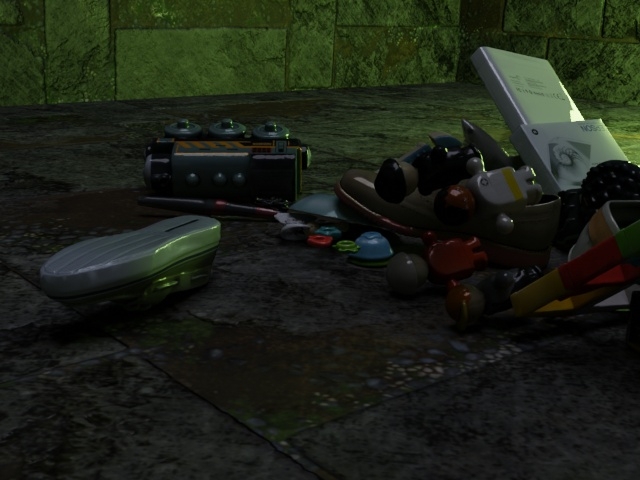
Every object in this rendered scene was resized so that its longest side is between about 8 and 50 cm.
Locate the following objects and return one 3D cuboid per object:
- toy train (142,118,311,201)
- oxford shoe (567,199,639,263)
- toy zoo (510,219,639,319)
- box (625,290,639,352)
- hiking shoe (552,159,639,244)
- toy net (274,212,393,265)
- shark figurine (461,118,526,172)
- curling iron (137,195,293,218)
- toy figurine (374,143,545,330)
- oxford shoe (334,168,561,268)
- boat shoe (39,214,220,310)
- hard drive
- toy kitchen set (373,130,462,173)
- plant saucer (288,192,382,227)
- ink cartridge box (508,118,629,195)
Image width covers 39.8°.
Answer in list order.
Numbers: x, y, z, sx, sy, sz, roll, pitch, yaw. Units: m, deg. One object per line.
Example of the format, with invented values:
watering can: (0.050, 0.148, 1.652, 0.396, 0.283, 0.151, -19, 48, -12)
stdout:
toy train: (-0.183, -0.151, 1.730, 0.334, 0.142, 0.190, 1, 25, -3)
oxford shoe: (0.560, 0.008, 1.177, 0.450, 0.130, 0.169, -1, 42, -3)
toy zoo: (0.353, 0.035, 1.009, 0.193, 0.030, 0.293, -1, -24, -29)
box: (0.534, 0.125, 0.939, 0.257, 0.079, 0.322, -6, 18, -20)
hiking shoe: (0.466, -0.053, 1.365, 0.132, 0.113, 0.304, 7, -6, -8)
toy net: (0.000, 0.000, 1.375, 0.122, 0.045, 0.232, -16, 22, -43)
shark figurine: (0.377, -0.139, 1.750, 0.116, 0.166, 0.278, -33, -27, 11)
curling iron: (-0.185, -0.058, 1.565, 0.274, 0.035, 0.068, 1, 12, -6)
toy figurine: (0.172, -0.009, 1.126, 0.148, 0.212, 0.209, -14, 23, -20)
oxford shoe: (0.196, -0.068, 1.361, 0.349, 0.130, 0.123, 16, 27, 6)
boat shoe: (-0.219, 0.040, 1.101, 0.109, 0.094, 0.302, 8, 15, 29)
hard drive: (0.455, -0.225, 1.752, 0.233, 0.047, 0.353, 0, 56, -41)
toy kitchen set: (0.206, -0.089, 1.680, 0.207, 0.166, 0.122, -34, 15, 6)
plant saucer: (0.045, -0.051, 1.466, 0.195, 0.037, 0.195, 11, 1, 0)
ink cartridge box: (0.480, -0.120, 1.601, 0.223, 0.045, 0.223, -9, 62, -33)
